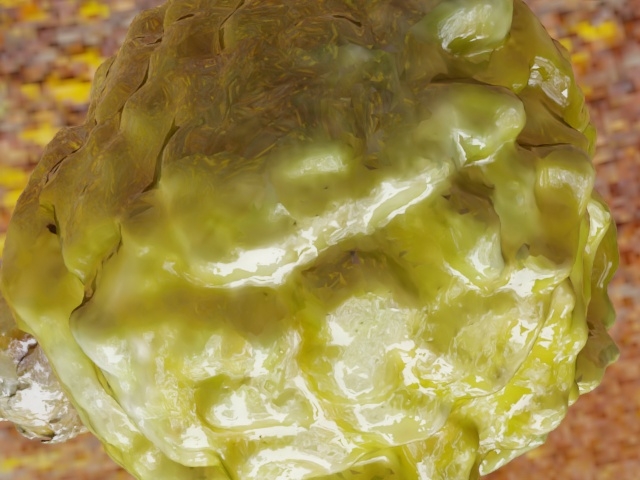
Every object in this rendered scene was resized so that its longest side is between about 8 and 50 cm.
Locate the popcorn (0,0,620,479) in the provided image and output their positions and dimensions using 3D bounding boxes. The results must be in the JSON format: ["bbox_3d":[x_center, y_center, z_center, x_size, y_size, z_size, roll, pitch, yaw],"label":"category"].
[{"bbox_3d":[0.008,0.002,0.722,0.249,0.249,0.225,-17,139,24],"label":"popcorn"}]

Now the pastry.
[{"bbox_3d":[-0.163,0.056,1.197,0.081,0.153,0.153,27,180,24],"label":"pastry"}]
